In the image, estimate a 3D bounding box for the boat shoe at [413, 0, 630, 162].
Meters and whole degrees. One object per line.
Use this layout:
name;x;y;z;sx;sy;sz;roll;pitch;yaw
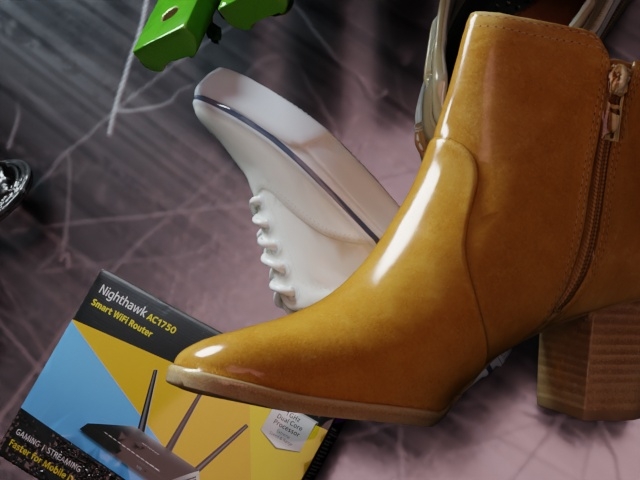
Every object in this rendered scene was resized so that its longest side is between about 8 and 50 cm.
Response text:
boat shoe;0.142;-0.173;0.760;0.113;0.103;0.302;17;80;13

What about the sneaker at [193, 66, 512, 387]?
sneaker;0.000;0.000;0.747;0.091;0.094;0.258;-44;74;-7

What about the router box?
router box;-0.090;0.117;0.759;0.178;0.046;0.133;27;82;15

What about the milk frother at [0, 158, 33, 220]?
milk frother;-0.276;-0.050;0.781;0.129;0.135;0.143;36;68;29

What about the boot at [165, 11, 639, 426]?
boot;0.065;-0.014;0.641;0.295;0.104;0.211;3;90;-26

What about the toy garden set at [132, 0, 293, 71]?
toy garden set;0.016;-0.204;0.774;0.244;0.049;0.204;-20;35;30
